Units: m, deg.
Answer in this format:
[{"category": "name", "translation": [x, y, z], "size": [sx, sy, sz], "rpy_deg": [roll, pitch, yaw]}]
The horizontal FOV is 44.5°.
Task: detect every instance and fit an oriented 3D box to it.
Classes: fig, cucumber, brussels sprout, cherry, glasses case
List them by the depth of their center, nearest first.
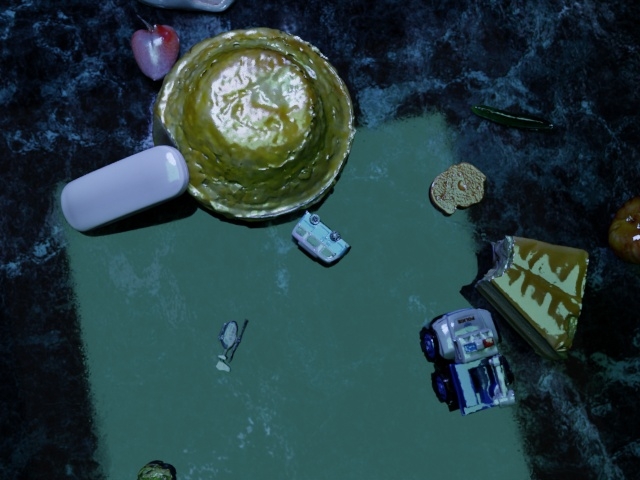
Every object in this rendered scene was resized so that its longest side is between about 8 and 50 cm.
[{"category": "brussels sprout", "translation": [-0.338, 0.492, 1.601], "size": [0.085, 0.058, 0.085], "rpy_deg": [6, 111, 15]}, {"category": "glasses case", "translation": [-0.413, -0.107, 1.642], "size": [0.296, 0.075, 0.113], "rpy_deg": [-19, 88, 17]}, {"category": "fig", "translation": [0.714, -0.028, 1.684], "size": [0.202, 0.148, 0.149], "rpy_deg": [-17, 116, -42]}, {"category": "cherry", "translation": [-0.365, -0.418, 1.722], "size": [0.106, 0.087, 0.126], "rpy_deg": [14, 100, -1]}, {"category": "cucumber", "translation": [0.429, -0.273, 1.758], "size": [0.184, 0.033, 0.036], "rpy_deg": [13, 106, 0]}]

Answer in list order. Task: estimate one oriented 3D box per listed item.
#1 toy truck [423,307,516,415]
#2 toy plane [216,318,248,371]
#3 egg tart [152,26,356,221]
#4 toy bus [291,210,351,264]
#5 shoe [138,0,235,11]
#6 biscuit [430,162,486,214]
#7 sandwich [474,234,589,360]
[{"category": "toy truck", "translation": [0.316, 0.244, 1.602], "size": [0.161, 0.177, 0.213], "rpy_deg": [-15, 83, -3]}, {"category": "toy plane", "translation": [-0.196, 0.217, 1.660], "size": [0.049, 0.031, 0.121], "rpy_deg": [23, 78, -7]}, {"category": "egg tart", "translation": [-0.137, -0.258, 1.659], "size": [0.443, 0.178, 0.443], "rpy_deg": [1, 82, -4]}, {"category": "toy bus", "translation": [0.000, 0.000, 1.685], "size": [0.123, 0.060, 0.075], "rpy_deg": [39, 86, 6]}, {"category": "shoe", "translation": [-0.310, -0.566, 1.731], "size": [0.251, 0.100, 0.103], "rpy_deg": [6, 99, -5]}, {"category": "biscuit", "translation": [0.306, -0.117, 1.735], "size": [0.130, 0.019, 0.102], "rpy_deg": [-30, 83, -6]}, {"category": "sandwich", "translation": [0.427, 0.119, 1.638], "size": [0.198, 0.155, 0.227], "rpy_deg": [12, 81, 2]}]
